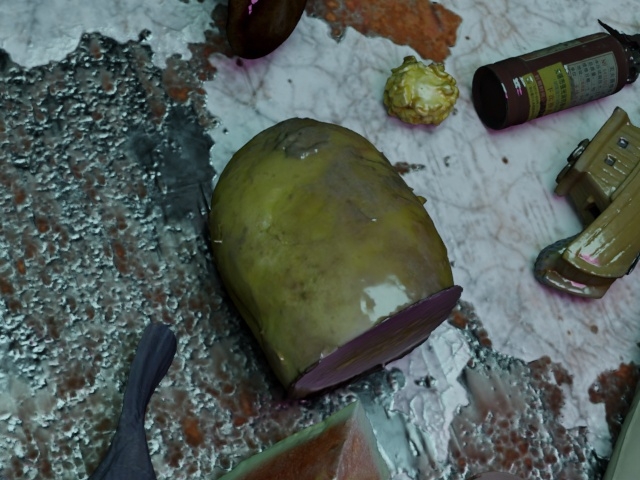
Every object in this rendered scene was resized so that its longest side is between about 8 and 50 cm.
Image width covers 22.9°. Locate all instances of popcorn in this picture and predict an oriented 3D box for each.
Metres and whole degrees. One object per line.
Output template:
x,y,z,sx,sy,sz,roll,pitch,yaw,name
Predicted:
0.109,-0.163,1.723,0.082,0.057,0.083,-19,74,-15,popcorn

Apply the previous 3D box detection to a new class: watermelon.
-0.014,0.294,1.417,0.256,0.176,0.260,31,43,6,watermelon

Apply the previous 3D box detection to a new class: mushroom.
-0.116,-0.305,1.709,0.217,0.148,0.227,12,52,12,mushroom

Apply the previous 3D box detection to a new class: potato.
0.000,0.000,1.542,0.229,0.229,0.266,-24,69,-23,potato

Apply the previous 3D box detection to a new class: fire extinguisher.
0.287,-0.206,1.777,0.252,0.075,0.106,-19,71,-21,fire extinguisher

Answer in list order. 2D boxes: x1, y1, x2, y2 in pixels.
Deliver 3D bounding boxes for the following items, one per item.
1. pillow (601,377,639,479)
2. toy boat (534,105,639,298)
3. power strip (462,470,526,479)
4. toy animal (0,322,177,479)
0.436,0.188,1.605,0.255,0.120,0.322,21,62,2,pillow
0.333,-0.075,1.720,0.121,0.089,0.321,35,63,5,toy boat
0.160,0.301,1.491,0.154,0.078,0.154,13,59,-23,power strip
-0.203,0.243,1.420,0.205,0.081,0.367,-17,44,1,toy animal
